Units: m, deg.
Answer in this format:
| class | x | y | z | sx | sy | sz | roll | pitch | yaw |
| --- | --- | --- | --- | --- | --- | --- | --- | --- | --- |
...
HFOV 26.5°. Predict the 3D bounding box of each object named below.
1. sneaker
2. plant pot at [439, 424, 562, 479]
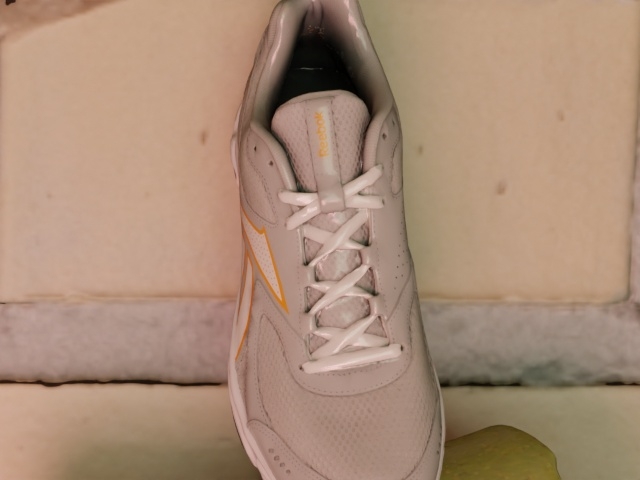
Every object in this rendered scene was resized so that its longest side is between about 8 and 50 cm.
| class | x | y | z | sx | sy | sz | roll | pitch | yaw |
| --- | --- | --- | --- | --- | --- | --- | --- | --- | --- |
| sneaker | 0.000 | 0.000 | 0.614 | 0.099 | 0.121 | 0.262 | -8 | 60 | -5 |
| plant pot | 0.021 | 0.219 | 0.647 | 0.254 | 0.276 | 0.276 | -25 | 99 | -16 |
